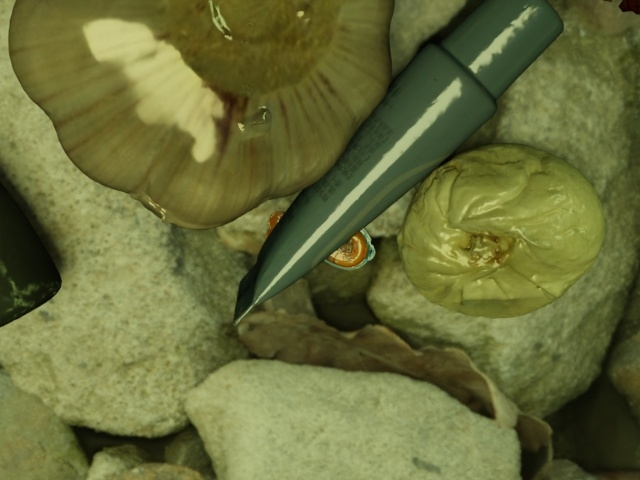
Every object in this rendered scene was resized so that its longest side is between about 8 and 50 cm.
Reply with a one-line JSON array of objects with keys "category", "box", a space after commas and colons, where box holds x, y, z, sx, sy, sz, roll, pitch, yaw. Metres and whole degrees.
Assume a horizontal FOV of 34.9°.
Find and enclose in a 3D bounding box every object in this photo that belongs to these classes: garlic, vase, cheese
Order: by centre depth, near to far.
[{"category": "garlic", "box": [-0.088, -0.167, 0.840, 0.321, 0.241, 0.322, 0, 91, 4]}, {"category": "vase", "box": [-0.383, -0.062, 0.954, 0.173, 0.173, 0.321, -20, 98, 12]}, {"category": "cheese", "box": [0.000, 0.000, 1.000, 0.111, 0.017, 0.047, 13, 101, 9]}]

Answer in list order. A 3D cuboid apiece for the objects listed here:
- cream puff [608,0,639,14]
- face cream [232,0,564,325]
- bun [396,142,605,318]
[{"category": "cream puff", "box": [0.328, -0.313, 0.755, 0.350, 0.228, 0.351, 2, 98, 17]}, {"category": "face cream", "box": [0.057, -0.076, 0.917, 0.086, 0.135, 0.385, 43, 99, -11]}, {"category": "bun", "box": [0.166, -0.004, 0.933, 0.188, 0.111, 0.164, 6, 111, 0]}]
